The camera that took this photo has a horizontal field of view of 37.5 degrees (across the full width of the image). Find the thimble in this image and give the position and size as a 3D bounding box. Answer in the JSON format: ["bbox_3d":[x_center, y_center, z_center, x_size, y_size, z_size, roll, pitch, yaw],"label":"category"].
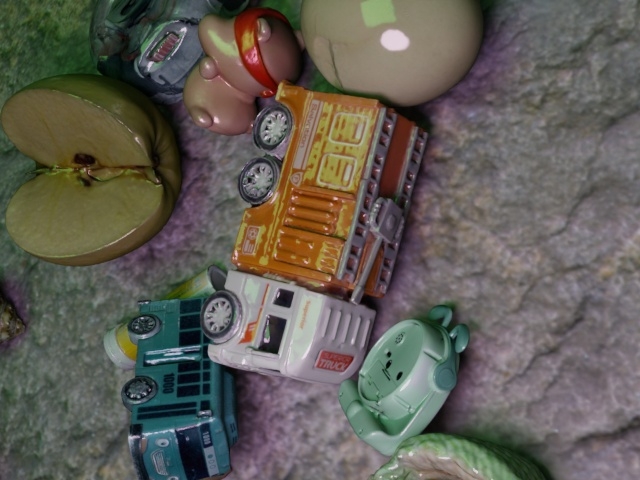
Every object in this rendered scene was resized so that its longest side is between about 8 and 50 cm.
[{"bbox_3d":[0.156,0.325,1.066,0.219,0.150,0.219,-10,70,31],"label":"thimble"}]

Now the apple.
[{"bbox_3d":[-0.349,-0.113,1.481,0.257,0.233,0.295,-1,99,15],"label":"apple"}]

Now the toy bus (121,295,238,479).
[{"bbox_3d":[-0.188,0.201,1.283,0.147,0.128,0.256,-7,39,-2],"label":"toy bus"}]

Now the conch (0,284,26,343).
[{"bbox_3d":[-0.623,0.136,1.686,0.181,0.124,0.187,38,125,26],"label":"conch"}]

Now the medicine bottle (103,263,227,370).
[{"bbox_3d":[-0.231,0.118,1.444,0.218,0.074,0.074,-33,61,22],"label":"medicine bottle"}]

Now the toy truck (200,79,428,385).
[{"bbox_3d":[0.000,0.000,1.246,0.207,0.173,0.388,12,85,38],"label":"toy truck"}]

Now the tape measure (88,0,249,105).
[{"bbox_3d":[-0.256,-0.362,1.533,0.256,0.147,0.275,29,91,43],"label":"tape measure"}]

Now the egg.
[{"bbox_3d":[0.090,-0.284,1.236,0.219,0.219,0.269,-58,39,8],"label":"egg"}]

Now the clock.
[{"bbox_3d":[0.106,0.161,1.165,0.188,0.060,0.148,-52,20,4],"label":"clock"}]

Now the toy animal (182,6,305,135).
[{"bbox_3d":[-0.116,-0.258,1.413,0.198,0.171,0.171,-51,55,16],"label":"toy animal"}]

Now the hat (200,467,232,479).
[{"bbox_3d":[-0.239,0.349,1.359,0.166,0.144,0.173,18,66,39],"label":"hat"}]
